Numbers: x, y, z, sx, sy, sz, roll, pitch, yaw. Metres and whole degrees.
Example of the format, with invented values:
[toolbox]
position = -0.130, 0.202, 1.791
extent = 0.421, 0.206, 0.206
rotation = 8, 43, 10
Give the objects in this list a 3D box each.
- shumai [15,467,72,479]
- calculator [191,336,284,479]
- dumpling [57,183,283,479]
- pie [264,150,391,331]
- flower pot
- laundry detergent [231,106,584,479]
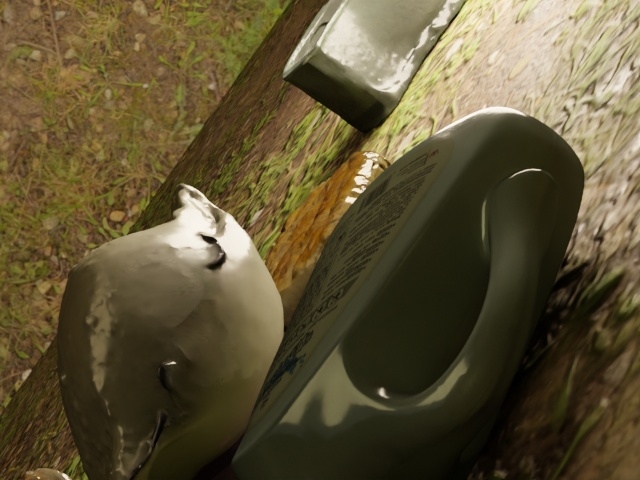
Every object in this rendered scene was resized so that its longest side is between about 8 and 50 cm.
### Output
[shumai]
position = -0.248, 0.281, 1.316
extent = 0.145, 0.145, 0.116
rotation = -56, -7, -8
[calculator]
position = -0.069, 0.160, 1.114
extent = 0.294, 0.043, 0.194
rotation = -46, 14, 29
[dumpling]
position = -0.129, 0.102, 1.086
extent = 0.243, 0.175, 0.227
rotation = -40, -15, -39
[pie]
position = 0.000, 0.000, 1.288
extent = 0.195, 0.046, 0.195
rotation = -52, 13, 17
[flower pot]
position = 0.066, -0.229, 1.516
extent = 0.229, 0.108, 0.103
rotation = -58, 12, -13
[laundry detergent]
position = 0.040, 0.071, 0.784
extent = 0.215, 0.105, 0.280
rotation = -42, 16, 40
